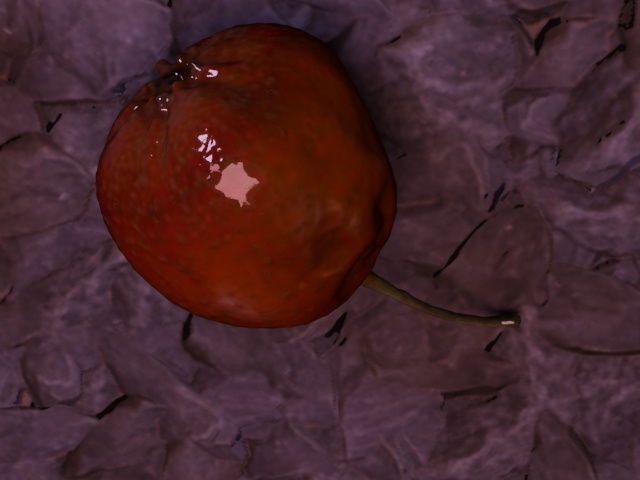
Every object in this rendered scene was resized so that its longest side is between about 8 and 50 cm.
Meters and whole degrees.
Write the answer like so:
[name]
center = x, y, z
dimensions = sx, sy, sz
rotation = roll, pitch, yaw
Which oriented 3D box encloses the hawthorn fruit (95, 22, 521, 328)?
[hawthorn fruit]
center = 0.000, 0.000, 1.125
dimensions = 0.165, 0.165, 0.285
rotation = -33, 127, 21
